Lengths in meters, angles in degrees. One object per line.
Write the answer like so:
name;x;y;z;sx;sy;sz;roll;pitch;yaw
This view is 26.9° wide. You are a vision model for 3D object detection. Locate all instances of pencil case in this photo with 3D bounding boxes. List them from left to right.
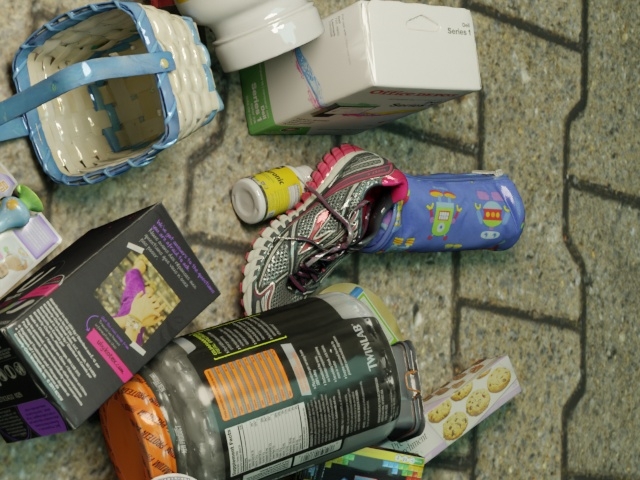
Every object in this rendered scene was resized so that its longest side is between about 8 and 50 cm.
pencil case;0.174;-0.046;1.995;0.306;0.119;0.133;-2;111;-39

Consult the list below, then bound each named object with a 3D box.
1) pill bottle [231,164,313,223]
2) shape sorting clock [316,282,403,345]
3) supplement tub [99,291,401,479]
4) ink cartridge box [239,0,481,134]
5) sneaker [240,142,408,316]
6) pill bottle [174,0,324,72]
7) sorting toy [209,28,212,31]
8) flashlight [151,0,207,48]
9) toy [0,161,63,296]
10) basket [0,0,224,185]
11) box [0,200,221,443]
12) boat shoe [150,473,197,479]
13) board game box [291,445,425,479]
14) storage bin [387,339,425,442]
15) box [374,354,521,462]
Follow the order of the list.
pill bottle;-0.060;-0.067;1.849;0.116;0.065;0.065;-21;94;-40
shape sorting clock;0.048;0.162;1.903;0.206;0.040;0.206;19;60;-36
supplement tub;-0.088;0.199;1.657;0.338;0.207;0.207;-15;90;-26
ink cartridge box;0.052;-0.229;1.835;0.201;0.278;0.117;-3;82;-39
sneaker;0.000;0.000;1.810;0.299;0.112;0.121;-56;143;-13
pill bottle;-0.120;-0.390;1.672;0.188;0.188;0.334;-33;106;-38
sorting toy;-0.063;-0.340;1.877;0.274;0.046;0.132;3;80;-51
flashlight;-0.217;-0.376;1.769;0.103;0.103;0.304;-8;86;-13
toy;-0.412;0.017;1.555;0.137;0.056;0.237;54;54;-16
basket;-0.279;-0.170;1.583;0.289;0.254;0.201;-29;100;-58
box;-0.277;0.094;1.569;0.270;0.165;0.143;-43;108;-40
boat shoe;-0.153;0.408;1.568;0.108;0.102;0.301;-7;128;-6
board game box;0.044;0.343;1.806;0.170;0.048;0.141;13;86;-16
storage bin;0.081;0.205;1.826;0.091;0.098;0.135;3;70;-31
box;0.171;0.266;1.966;0.324;0.063;0.067;-28;97;-39
